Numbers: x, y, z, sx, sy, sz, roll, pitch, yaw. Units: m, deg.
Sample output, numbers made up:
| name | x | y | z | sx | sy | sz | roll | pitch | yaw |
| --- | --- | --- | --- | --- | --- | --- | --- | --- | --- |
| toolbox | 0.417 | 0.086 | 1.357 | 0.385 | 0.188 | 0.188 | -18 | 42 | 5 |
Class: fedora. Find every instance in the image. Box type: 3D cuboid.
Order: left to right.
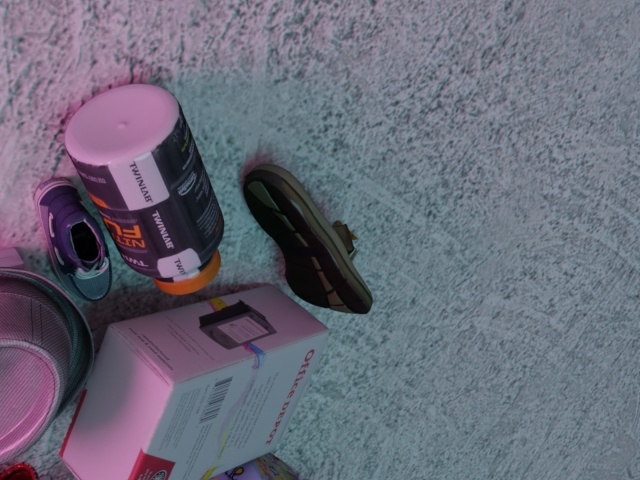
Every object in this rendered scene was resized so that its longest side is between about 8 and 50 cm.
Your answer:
| name | x | y | z | sx | sy | sz | roll | pitch | yaw |
| --- | --- | --- | --- | --- | --- | --- | --- | --- | --- |
| fedora | -0.370 | 0.163 | 1.140 | 0.275 | 0.124 | 0.244 | -44 | 125 | 9 |

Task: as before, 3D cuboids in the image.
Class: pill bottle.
| name | x | y | z | sx | sy | sz | roll | pitch | yaw |
| --- | --- | --- | --- | --- | --- | --- | --- | --- | --- |
| pill bottle | -0.185 | -0.046 | 1.192 | 0.130 | 0.130 | 0.245 | -31 | 138 | -13 |

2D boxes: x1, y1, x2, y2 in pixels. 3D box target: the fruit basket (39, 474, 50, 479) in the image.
| name | x | y | z | sx | sy | sz | roll | pitch | yaw |
| --- | --- | --- | --- | --- | --- | --- | --- | --- | --- |
| fruit basket | -0.511 | 0.498 | 1.374 | 0.353 | 0.165 | 0.327 | -7 | 119 | -47 |

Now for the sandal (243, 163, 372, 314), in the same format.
| name | x | y | z | sx | sy | sz | roll | pitch | yaw |
| --- | --- | --- | --- | --- | --- | --- | --- | --- | --- |
| sandal | 0.001 | -0.001 | 1.398 | 0.086 | 0.120 | 0.302 | -60 | 142 | -31 |

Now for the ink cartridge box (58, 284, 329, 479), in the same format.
| name | x | y | z | sx | sy | sz | roll | pitch | yaw |
| --- | --- | --- | --- | --- | --- | --- | --- | --- | --- |
| ink cartridge box | -0.158 | 0.199 | 1.370 | 0.306 | 0.131 | 0.226 | -13 | 134 | -53 |

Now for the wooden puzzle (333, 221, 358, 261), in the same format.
| name | x | y | z | sx | sy | sz | roll | pitch | yaw |
| --- | --- | --- | --- | --- | --- | --- | --- | --- | --- |
| wooden puzzle | 0.011 | 0.029 | 1.500 | 0.078 | 0.014 | 0.116 | 29 | 104 | -43 |

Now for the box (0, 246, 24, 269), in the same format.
| name | x | y | z | sx | sy | sz | roll | pitch | yaw |
| --- | --- | --- | --- | --- | --- | --- | --- | --- | --- |
| box | -0.413 | 0.107 | 1.214 | 0.145 | 0.038 | 0.186 | -16 | 134 | -29 |

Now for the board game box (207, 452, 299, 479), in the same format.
| name | x | y | z | sx | sy | sz | roll | pitch | yaw |
| --- | --- | --- | --- | --- | --- | --- | --- | --- | --- |
| board game box | -0.151 | 0.440 | 1.532 | 0.275 | 0.144 | 0.142 | -49 | 123 | 2 |

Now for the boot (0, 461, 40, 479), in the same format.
| name | x | y | z | sx | sy | sz | roll | pitch | yaw |
| --- | --- | --- | --- | --- | --- | --- | --- | --- | --- |
| boot | -0.399 | 0.415 | 1.322 | 0.236 | 0.085 | 0.178 | -68 | 159 | -47 |

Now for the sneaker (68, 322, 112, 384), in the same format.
| name | x | y | z | sx | sy | sz | roll | pitch | yaw |
| --- | --- | --- | --- | --- | --- | --- | --- | --- | --- |
| sneaker | -0.306 | 0.159 | 1.308 | 0.166 | 0.065 | 0.076 | -11 | 144 | -52 |

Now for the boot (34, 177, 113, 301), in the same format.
| name | x | y | z | sx | sy | sz | roll | pitch | yaw |
| --- | --- | --- | --- | --- | --- | --- | --- | --- | --- |
| boot | -0.273 | 0.022 | 1.214 | 0.069 | 0.086 | 0.190 | -30 | 137 | -15 |
